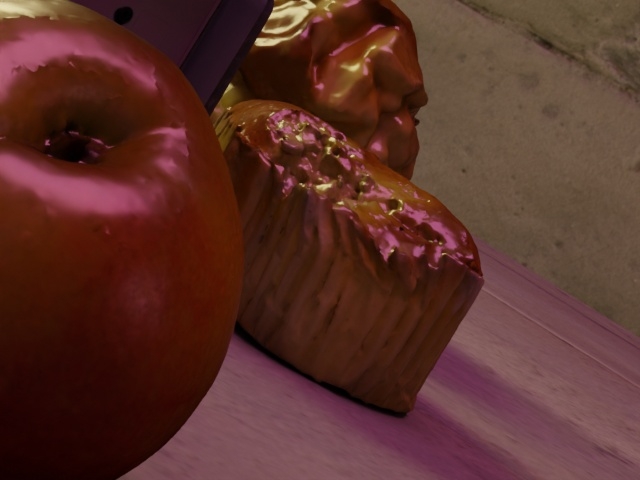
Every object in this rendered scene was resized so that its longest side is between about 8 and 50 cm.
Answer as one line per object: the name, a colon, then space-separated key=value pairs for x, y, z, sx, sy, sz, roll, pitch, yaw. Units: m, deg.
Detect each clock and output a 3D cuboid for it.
clock: x=-0.140 y=-0.117 z=1.261 sx=0.145 sy=0.193 sz=0.073 roll=34 pitch=5 yaw=23

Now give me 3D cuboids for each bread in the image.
bread: x=0.000 y=0.000 z=1.277 sx=0.179 sy=0.133 sz=0.250 roll=32 pitch=6 yaw=-24

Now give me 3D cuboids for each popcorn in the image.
popcorn: x=-0.045 y=-0.108 z=1.622 sx=0.265 sy=0.225 sz=0.332 roll=44 pitch=-13 yaw=14

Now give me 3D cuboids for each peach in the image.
peach: x=-0.121 y=0.009 z=0.711 sx=0.190 sy=0.192 sz=0.190 roll=16 pitch=47 yaw=-18
